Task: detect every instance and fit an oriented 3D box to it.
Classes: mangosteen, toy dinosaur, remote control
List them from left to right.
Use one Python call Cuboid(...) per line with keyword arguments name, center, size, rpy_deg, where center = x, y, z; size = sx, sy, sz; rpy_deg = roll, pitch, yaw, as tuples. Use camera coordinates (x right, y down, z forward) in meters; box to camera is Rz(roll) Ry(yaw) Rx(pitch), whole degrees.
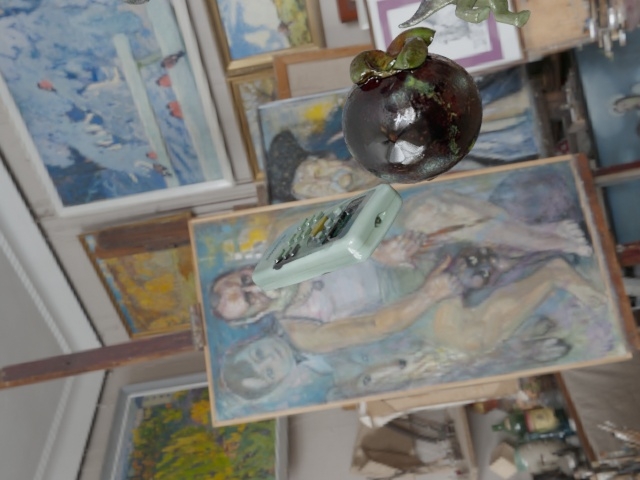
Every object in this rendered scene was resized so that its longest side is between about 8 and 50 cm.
Cuboid(name="remote control", center=(0.000, 0.000, 1.058), size=(0.056, 0.296, 0.140), rpy_deg=(47, -123, -16))
Cuboid(name="mangosteen", center=(0.170, -0.250, 1.318), size=(0.288, 0.288, 0.287), rpy_deg=(-9, -90, -86))
Cuboid(name="toy dinosaur", center=(0.259, -0.392, 1.029), size=(0.162, 0.294, 0.077), rpy_deg=(42, 156, 35))

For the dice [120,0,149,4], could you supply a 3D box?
Cuboid(name="dice", center=(-0.224, -0.415, 0.835), size=(0.183, 0.181, 0.182), rpy_deg=(44, -145, -14))
